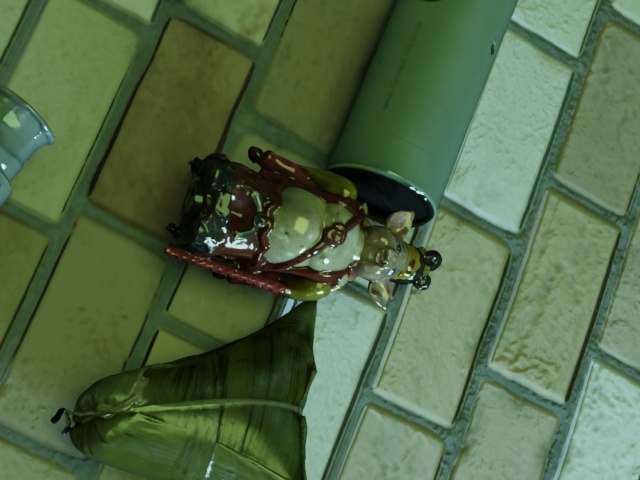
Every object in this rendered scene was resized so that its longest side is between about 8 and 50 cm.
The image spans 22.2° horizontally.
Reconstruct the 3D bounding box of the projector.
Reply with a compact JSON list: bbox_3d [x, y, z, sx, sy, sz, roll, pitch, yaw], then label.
[{"bbox_3d":[0.110,-0.179,1.480,0.108,0.108,0.337,29,68,-17],"label":"projector"}]

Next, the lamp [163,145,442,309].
[{"bbox_3d":[0.000,0.000,1.384,0.253,0.118,0.118,20,71,-17],"label":"lamp"}]

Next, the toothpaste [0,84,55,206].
[{"bbox_3d":[-0.330,0.005,1.261,0.114,0.073,0.299,44,72,-10],"label":"toothpaste"}]

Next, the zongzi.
[{"bbox_3d":[-0.099,0.104,1.334,0.205,0.094,0.204,20,61,-18],"label":"zongzi"}]
